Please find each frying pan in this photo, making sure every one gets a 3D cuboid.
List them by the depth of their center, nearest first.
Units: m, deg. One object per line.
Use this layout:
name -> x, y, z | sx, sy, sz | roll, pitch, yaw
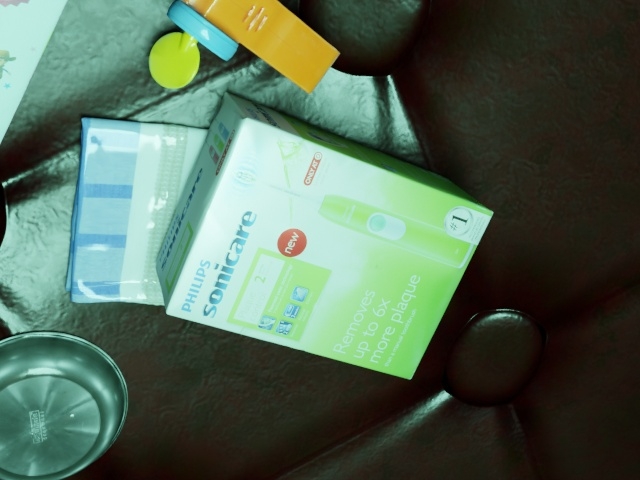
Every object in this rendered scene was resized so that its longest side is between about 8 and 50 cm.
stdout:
frying pan -> -0.370, 0.179, 0.923 | 0.326, 0.053, 0.197 | 17, 105, -26

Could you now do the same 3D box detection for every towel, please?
towel -> -0.123, -0.018, 0.923 | 0.284, 0.034, 0.209 | 5, 110, -19

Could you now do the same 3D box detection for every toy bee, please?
toy bee -> -0.107, -0.255, 0.781 | 0.195, 0.162, 0.298 | -39, 143, -8

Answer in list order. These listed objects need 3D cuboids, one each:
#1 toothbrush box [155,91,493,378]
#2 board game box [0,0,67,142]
toothbrush box -> 0.000, 0.000, 0.882 | 0.283, 0.122, 0.206 | 19, 104, -22
board game box -> -0.232, -0.244, 0.624 | 0.097, 0.224, 0.303 | 15, 132, -30
